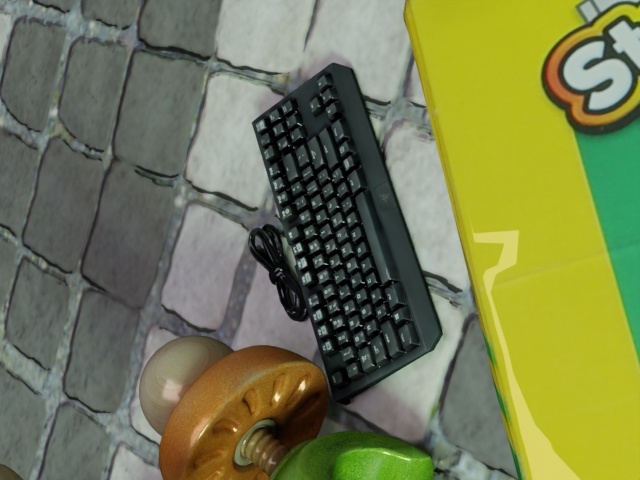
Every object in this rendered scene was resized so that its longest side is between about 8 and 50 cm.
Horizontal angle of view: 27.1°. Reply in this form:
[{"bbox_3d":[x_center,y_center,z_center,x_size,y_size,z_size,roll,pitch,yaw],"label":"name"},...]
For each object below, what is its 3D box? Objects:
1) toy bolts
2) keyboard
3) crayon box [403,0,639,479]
[{"bbox_3d":[-0.090,0.164,0.661,0.158,0.228,0.218,33,117,32],"label":"toy bolts"},{"bbox_3d":[0.000,0.000,0.744,0.108,0.023,0.180,-36,59,36],"label":"keyboard"},{"bbox_3d":[0.233,0.029,0.346,0.363,0.106,0.313,-16,69,14],"label":"crayon box"}]
